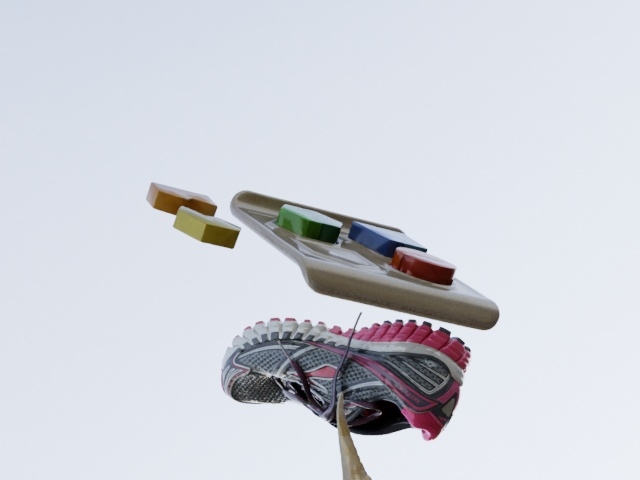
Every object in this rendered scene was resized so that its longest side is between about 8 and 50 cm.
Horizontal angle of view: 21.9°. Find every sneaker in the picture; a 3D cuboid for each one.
[{"bbox_3d":[0.013,0.152,1.780,0.121,0.299,0.112,45,-129,-42],"label":"sneaker"}]

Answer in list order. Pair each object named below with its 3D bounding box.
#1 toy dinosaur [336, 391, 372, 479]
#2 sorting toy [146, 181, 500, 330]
[{"bbox_3d":[0.029,0.222,1.335,0.092,0.183,0.053,-33,-37,13],"label":"toy dinosaur"},{"bbox_3d":[0.000,0.000,1.574,0.307,0.229,0.041,14,-76,-26],"label":"sorting toy"}]
